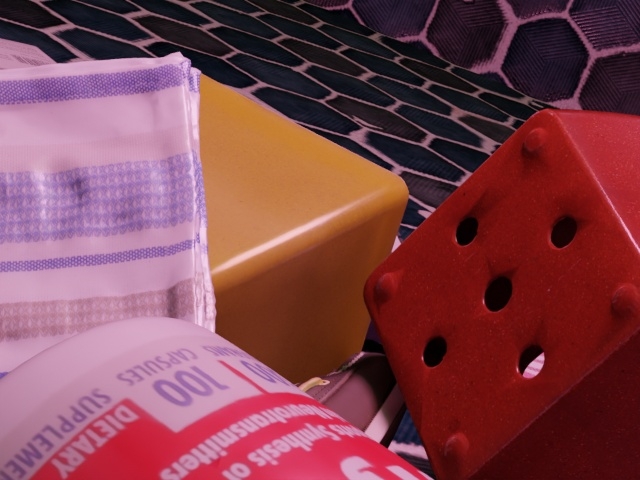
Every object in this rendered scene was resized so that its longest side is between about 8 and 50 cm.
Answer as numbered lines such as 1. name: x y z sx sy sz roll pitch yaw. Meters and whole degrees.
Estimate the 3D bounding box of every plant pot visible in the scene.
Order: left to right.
1. plant pot: -0.094 0.030 1.097 0.212 0.212 0.187 29 31 22
2. plant pot: 0.187 0.072 0.989 0.235 0.267 0.267 25 30 -38

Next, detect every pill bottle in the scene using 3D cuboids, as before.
1. pill bottle: 0.028 0.217 0.577 0.407 0.229 0.229 31 19 29

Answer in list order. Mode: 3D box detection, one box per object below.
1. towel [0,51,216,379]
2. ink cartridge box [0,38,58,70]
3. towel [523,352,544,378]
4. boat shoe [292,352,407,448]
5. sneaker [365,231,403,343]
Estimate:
1. towel: -0.170 0.006 0.955 0.209 0.034 0.285 -4 59 -4
2. ink cartridge box: -0.298 -0.112 1.439 0.172 0.100 0.237 7 21 -41
3. towel: 0.171 0.066 1.465 0.144 0.029 0.197 34 30 -7
4. boat shoe: -0.013 0.139 0.987 0.096 0.116 0.324 27 22 5
5. sneaker: 0.000 0.000 1.472 0.124 0.107 0.283 10 19 -17
